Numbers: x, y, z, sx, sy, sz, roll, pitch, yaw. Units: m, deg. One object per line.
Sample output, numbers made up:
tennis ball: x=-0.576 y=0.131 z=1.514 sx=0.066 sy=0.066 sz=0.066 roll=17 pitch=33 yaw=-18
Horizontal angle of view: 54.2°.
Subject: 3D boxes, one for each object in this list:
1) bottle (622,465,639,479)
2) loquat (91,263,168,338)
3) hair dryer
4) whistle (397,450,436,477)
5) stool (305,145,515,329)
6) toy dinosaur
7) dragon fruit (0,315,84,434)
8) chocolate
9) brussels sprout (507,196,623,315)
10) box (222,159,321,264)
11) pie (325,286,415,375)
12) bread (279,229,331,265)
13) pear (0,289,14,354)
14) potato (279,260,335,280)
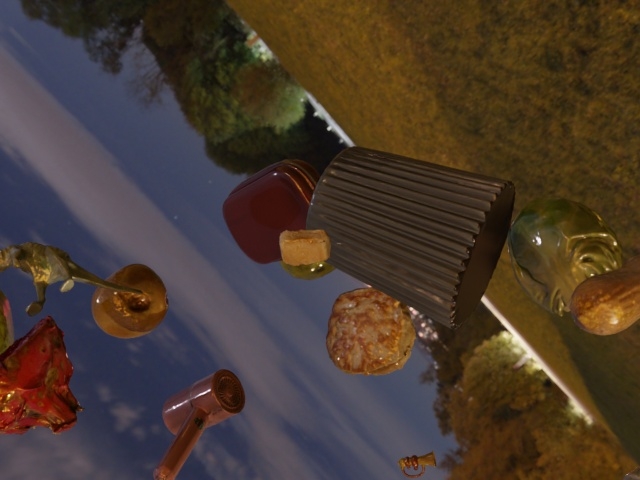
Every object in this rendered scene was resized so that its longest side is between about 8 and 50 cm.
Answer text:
bottle: x=0.771 y=0.494 z=1.338 sx=0.104 sy=0.245 sz=0.104 roll=50 pitch=152 yaw=39
loquat: x=-0.531 y=0.176 z=1.750 sx=0.213 sy=0.213 sz=0.213 roll=49 pitch=-179 yaw=-2
hair dryer: x=-0.348 y=0.491 z=1.594 sx=0.125 sy=0.210 sz=0.352 roll=54 pitch=-153 yaw=-12
whistle: x=0.279 y=0.641 z=1.792 sx=0.046 sy=0.109 sz=0.057 roll=-77 pitch=-34 yaw=-63
stool: x=0.173 y=-0.026 z=1.233 sx=0.329 sy=0.297 sz=0.297 roll=23 pitch=170 yaw=25
toy dinosaur: x=-0.584 y=0.077 z=1.390 sx=0.392 sy=0.092 sz=0.205 roll=3 pitch=-152 yaw=-31
dragon fruit: x=-0.544 y=0.284 z=1.208 sx=0.212 sy=0.134 sz=0.262 roll=55 pitch=-140 yaw=-22
chocolate: x=0.653 y=0.106 z=1.307 sx=0.134 sy=0.309 sz=0.134 roll=164 pitch=90 yaw=-73
brussels sprout: x=0.796 y=0.031 z=2.097 sx=0.361 sy=0.342 sz=0.425 roll=49 pitch=-168 yaw=14
box: x=-0.118 y=-0.074 z=1.764 sx=0.403 sy=0.108 sz=0.263 roll=-20 pitch=104 yaw=48
pie: x=0.101 y=0.190 z=1.307 sx=0.084 sy=0.205 sz=0.179 roll=25 pitch=-125 yaw=-55
bread: x=-0.025 y=0.010 z=1.023 sx=0.070 sy=0.083 sz=0.035 roll=77 pitch=-168 yaw=-53
pear: x=-0.876 y=0.231 z=1.408 sx=0.391 sy=0.391 sz=0.391 roll=49 pitch=-179 yaw=-2
potato: x=0.002 y=0.002 z=2.020 sx=0.215 sy=0.304 sz=0.216 roll=39 pitch=159 yaw=19
